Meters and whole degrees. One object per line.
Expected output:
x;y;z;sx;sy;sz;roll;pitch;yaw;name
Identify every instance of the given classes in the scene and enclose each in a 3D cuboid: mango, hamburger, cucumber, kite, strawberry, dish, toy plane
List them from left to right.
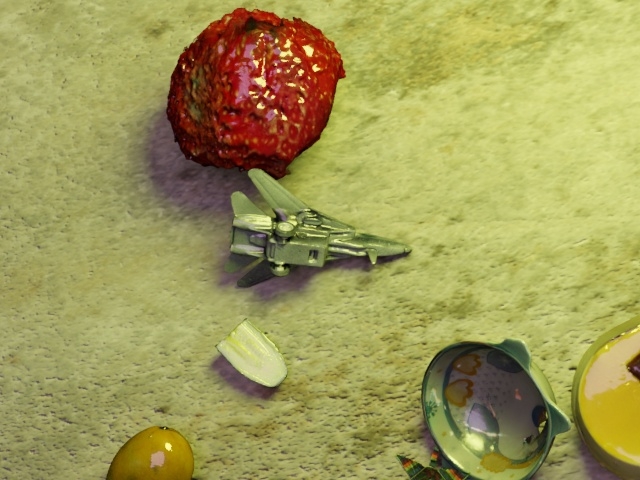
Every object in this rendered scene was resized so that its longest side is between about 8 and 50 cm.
-0.254;0.339;1.654;0.163;0.089;0.111;-38;74;12;mango
-0.099;-0.229;1.645;0.274;0.220;0.274;-13;41;12;strawberry
-0.094;0.172;1.677;0.067;0.035;0.107;-44;78;-9;cucumber
-0.001;0.007;1.648;0.267;0.088;0.212;10;125;1;toy plane
0.153;0.327;1.587;0.122;0.004;0.090;13;107;35;kite
0.249;0.231;1.542;0.236;0.086;0.227;-43;73;42;dish
0.471;0.192;1.485;0.295;0.151;0.227;-28;68;11;hamburger
